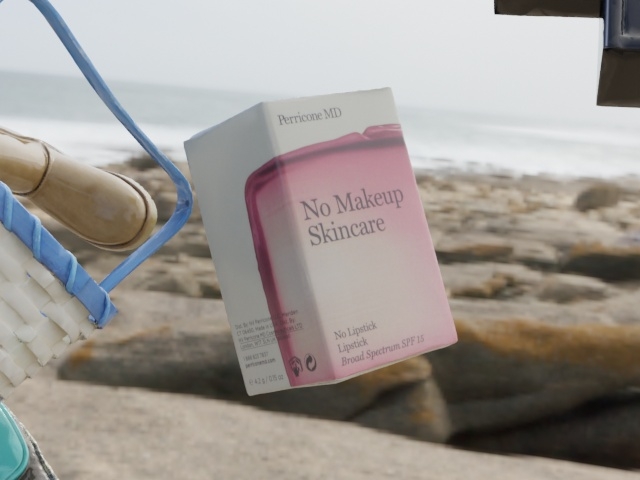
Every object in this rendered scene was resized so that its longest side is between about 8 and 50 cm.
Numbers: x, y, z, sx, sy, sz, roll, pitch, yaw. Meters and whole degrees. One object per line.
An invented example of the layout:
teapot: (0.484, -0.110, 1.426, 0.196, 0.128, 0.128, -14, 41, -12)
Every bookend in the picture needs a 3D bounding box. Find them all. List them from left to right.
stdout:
bookend: (0.165, -0.152, 0.698, 0.157, 0.156, 0.072, 4, -26, 11)

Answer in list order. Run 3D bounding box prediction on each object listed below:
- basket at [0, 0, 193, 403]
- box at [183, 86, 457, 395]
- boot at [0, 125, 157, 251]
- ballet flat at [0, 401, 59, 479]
basket: (-0.262, -0.025, 0.956, 0.289, 0.255, 0.201, -45, 31, -17)
box: (0.000, 0.000, 1.018, 0.148, 0.232, 0.127, -13, -3, -38)
boot: (-0.337, -0.075, 1.300, 0.236, 0.089, 0.269, 24, 0, 26)
ballet flat: (-0.385, 0.347, 1.484, 0.483, 0.182, 0.164, 38, 50, 22)
